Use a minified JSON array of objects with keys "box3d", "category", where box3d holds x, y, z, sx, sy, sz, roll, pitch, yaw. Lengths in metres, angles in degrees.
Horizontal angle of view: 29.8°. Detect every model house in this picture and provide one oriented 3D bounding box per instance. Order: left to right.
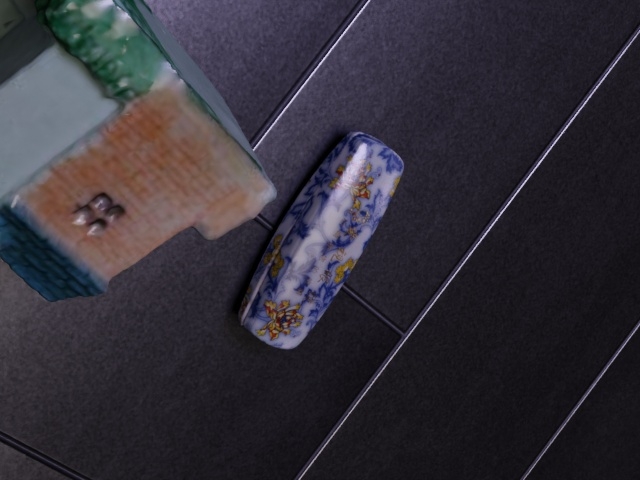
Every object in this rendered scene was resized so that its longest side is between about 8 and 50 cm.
[{"box3d":[-0.256,-0.072,1.048,0.325,0.194,0.267,-37,129,3],"category":"model house"}]

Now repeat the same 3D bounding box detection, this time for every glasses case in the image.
[{"box3d":[0.000,0.000,1.284,0.087,0.065,0.248,28,95,-35],"category":"glasses case"}]
